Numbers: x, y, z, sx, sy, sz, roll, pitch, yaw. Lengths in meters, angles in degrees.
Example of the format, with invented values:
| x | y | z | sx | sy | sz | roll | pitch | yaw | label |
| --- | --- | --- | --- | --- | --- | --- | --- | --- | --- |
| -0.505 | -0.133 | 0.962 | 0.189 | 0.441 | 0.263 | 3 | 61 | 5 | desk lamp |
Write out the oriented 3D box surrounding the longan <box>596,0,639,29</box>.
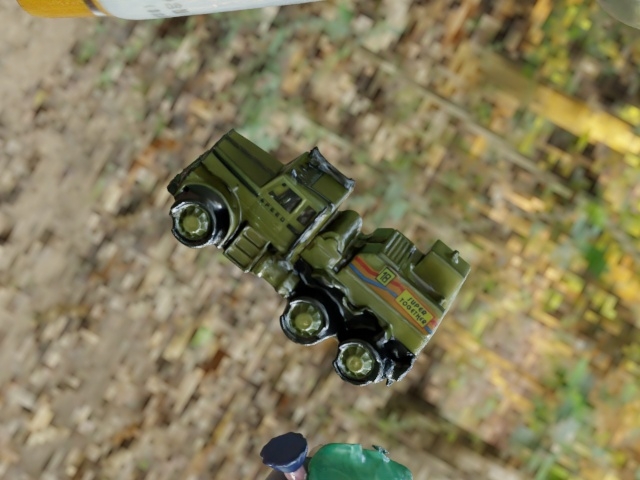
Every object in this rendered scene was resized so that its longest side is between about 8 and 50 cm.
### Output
| x | y | z | sx | sy | sz | roll | pitch | yaw | label |
| --- | --- | --- | --- | --- | --- | --- | --- | --- | --- |
| 0.311 | -0.282 | 1.785 | 0.167 | 0.187 | 0.167 | -16 | 166 | -4 | longan |

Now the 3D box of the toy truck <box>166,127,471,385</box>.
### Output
| x | y | z | sx | sy | sz | roll | pitch | yaw | label |
| --- | --- | --- | --- | --- | --- | --- | --- | --- | --- |
| -0.004 | 0.002 | 1.656 | 0.127 | 0.257 | 0.127 | -55 | 177 | 26 | toy truck |

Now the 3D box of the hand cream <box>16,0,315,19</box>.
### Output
| x | y | z | sx | sy | sz | roll | pitch | yaw | label |
| --- | --- | --- | --- | --- | --- | --- | --- | --- | --- |
| -0.020 | -0.174 | 1.094 | 0.139 | 0.314 | 0.089 | 23 | 67 | -66 | hand cream |

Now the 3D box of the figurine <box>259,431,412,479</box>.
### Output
| x | y | z | sx | sy | sz | roll | pitch | yaw | label |
| --- | --- | --- | --- | --- | --- | --- | --- | --- | --- |
| 0.003 | 0.184 | 1.193 | 0.195 | 0.102 | 0.111 | 113 | -30 | -73 | figurine |
